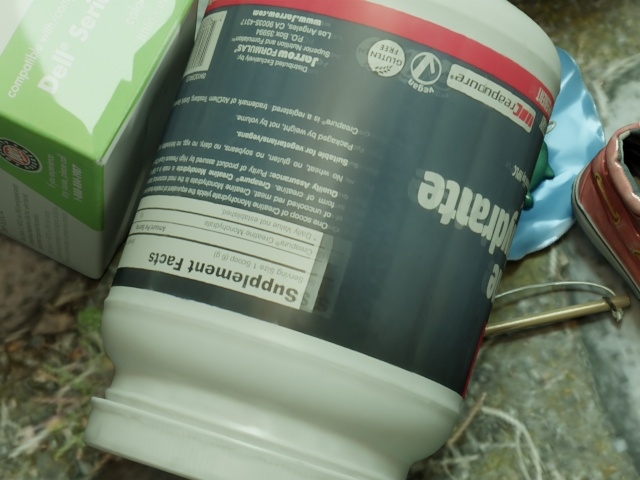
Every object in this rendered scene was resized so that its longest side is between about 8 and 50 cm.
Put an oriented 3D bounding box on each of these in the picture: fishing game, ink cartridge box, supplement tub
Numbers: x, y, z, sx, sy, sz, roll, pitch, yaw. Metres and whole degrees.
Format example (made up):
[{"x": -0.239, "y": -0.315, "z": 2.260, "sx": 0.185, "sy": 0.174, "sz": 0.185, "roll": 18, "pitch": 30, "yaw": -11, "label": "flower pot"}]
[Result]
[{"x": 0.073, "y": -0.065, "z": 1.067, "sx": 0.189, "sy": 0.041, "sz": 0.264, "roll": -7, "pitch": 66, "yaw": -3, "label": "fishing game"}, {"x": -0.250, "y": -0.129, "z": 0.991, "sx": 0.353, "sy": 0.207, "sz": 0.119, "roll": 26, "pitch": 71, "yaw": 2, "label": "ink cartridge box"}, {"x": 0.000, "y": 0.000, "z": 0.941, "sx": 0.191, "sy": 0.191, "sz": 0.272, "roll": 17, "pitch": 82, "yaw": 10, "label": "supplement tub"}]

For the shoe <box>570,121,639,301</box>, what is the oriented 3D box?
[{"x": 0.209, "y": 0.016, "z": 0.990, "sx": 0.063, "sy": 0.081, "sz": 0.178, "roll": -37, "pitch": 79, "yaw": -16, "label": "shoe"}]
